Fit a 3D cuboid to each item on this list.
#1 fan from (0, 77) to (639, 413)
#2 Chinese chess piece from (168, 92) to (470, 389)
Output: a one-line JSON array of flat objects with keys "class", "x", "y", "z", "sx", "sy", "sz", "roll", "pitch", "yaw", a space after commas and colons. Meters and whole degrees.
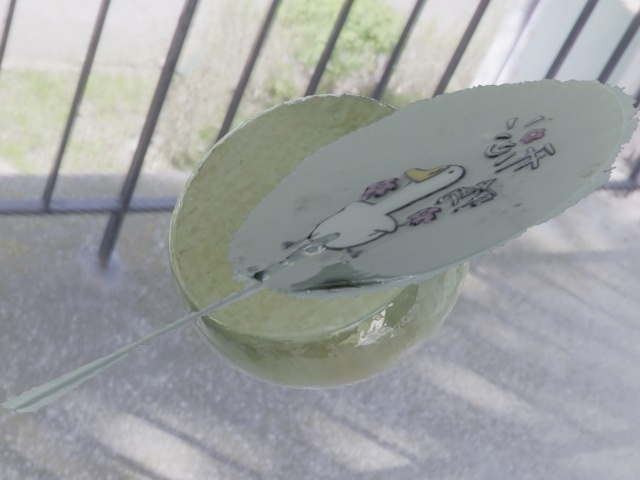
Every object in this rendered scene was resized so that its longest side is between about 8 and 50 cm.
[{"class": "fan", "x": -0.014, "y": 0.011, "z": 0.709, "sx": 0.233, "sy": 0.414, "sz": 0.012, "roll": 38, "pitch": 29, "yaw": -62}, {"class": "Chinese chess piece", "x": 0.000, "y": 0.000, "z": 1.020, "sx": 0.250, "sy": 0.101, "sz": 0.250, "roll": -10, "pitch": 57, "yaw": 16}]
